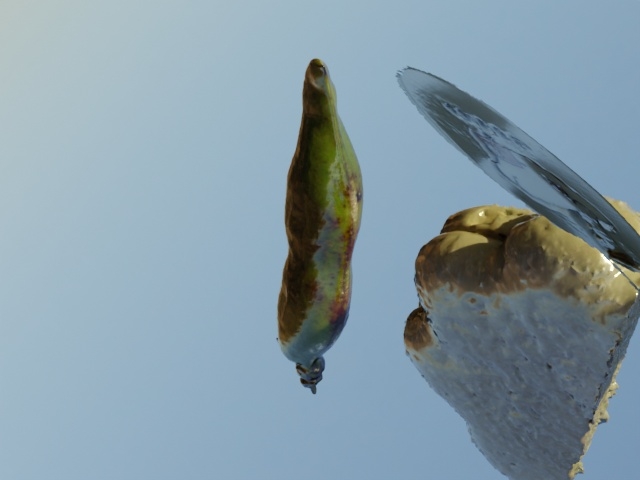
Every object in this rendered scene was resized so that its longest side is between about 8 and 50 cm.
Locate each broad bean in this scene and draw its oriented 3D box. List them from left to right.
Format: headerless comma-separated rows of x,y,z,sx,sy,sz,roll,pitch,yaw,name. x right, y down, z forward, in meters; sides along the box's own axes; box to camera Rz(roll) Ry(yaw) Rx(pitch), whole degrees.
0.000,0.000,1.691,0.061,0.339,0.077,-9,-149,-27,broad bean

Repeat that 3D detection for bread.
0.158,0.069,1.518,0.102,0.183,0.337,-50,163,-31,bread

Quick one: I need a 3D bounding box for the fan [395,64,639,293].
0.159,-0.004,1.137,0.009,0.329,0.191,-52,-145,-5,fan
